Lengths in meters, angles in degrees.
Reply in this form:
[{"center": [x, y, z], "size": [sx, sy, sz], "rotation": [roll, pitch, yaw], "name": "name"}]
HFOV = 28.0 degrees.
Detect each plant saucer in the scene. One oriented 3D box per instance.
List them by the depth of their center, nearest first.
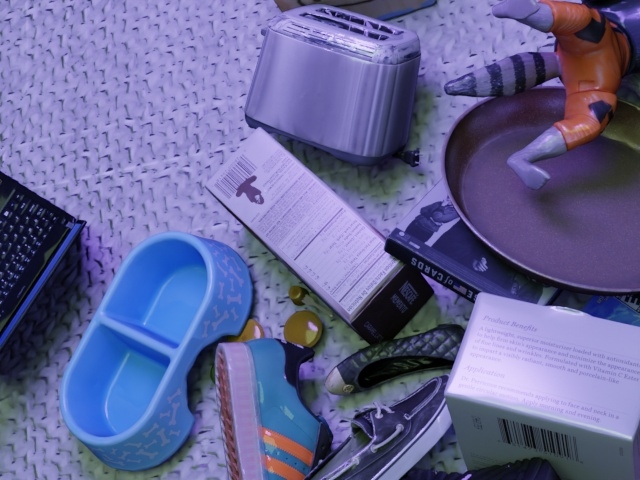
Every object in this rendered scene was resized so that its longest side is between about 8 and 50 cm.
[{"center": [0.277, -0.049, 1.370], "size": [0.310, 0.050, 0.311], "rotation": [5, 47, -5], "name": "plant saucer"}]

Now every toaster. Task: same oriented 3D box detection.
[{"center": [0.024, -0.183, 1.494], "size": [0.227, 0.129, 0.146], "rotation": [22, 117, 23], "name": "toaster"}]

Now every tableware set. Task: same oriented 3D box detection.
[{"center": [-0.058, 0.122, 1.504], "size": [0.104, 0.024, 0.154], "rotation": [33, 86, 28], "name": "tableware set"}]

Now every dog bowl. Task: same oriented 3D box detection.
[{"center": [-0.200, 0.122, 1.508], "size": [0.166, 0.074, 0.297], "rotation": [22, 80, 30], "name": "dog bowl"}]

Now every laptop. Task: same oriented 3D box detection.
[{"center": [-0.416, 0.035, 1.582], "size": [0.264, 0.136, 0.234], "rotation": [30, 83, 24], "name": "laptop"}]

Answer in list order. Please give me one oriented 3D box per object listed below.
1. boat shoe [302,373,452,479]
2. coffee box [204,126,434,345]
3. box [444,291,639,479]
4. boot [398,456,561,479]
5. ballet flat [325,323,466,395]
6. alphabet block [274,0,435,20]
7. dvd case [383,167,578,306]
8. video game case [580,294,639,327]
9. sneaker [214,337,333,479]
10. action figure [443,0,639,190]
[{"center": [0.068, 0.210, 1.368], "size": [0.219, 0.078, 0.070], "rotation": [-44, 102, -22], "name": "boat shoe"}, {"center": [0.000, 0.000, 1.460], "size": [0.098, 0.141, 0.246], "rotation": [-47, 66, -1], "name": "coffee box"}, {"center": [0.229, 0.158, 1.232], "size": [0.181, 0.182, 0.119], "rotation": [12, 60, 23], "name": "box"}, {"center": [0.176, 0.364, 1.283], "size": [0.260, 0.348, 0.131], "rotation": [52, 54, -12], "name": "boot"}, {"center": [0.086, 0.139, 1.428], "size": [0.173, 0.057, 0.049], "rotation": [-20, 53, 9], "name": "ballet flat"}, {"center": [0.019, -0.384, 1.552], "size": [0.192, 0.197, 0.193], "rotation": [-18, 68, 12], "name": "alphabet block"}, {"center": [0.205, -0.020, 1.386], "size": [0.179, 0.030, 0.238], "rotation": [31, 49, 18], "name": "dvd case"}, {"center": [0.329, 0.202, 1.330], "size": [0.244, 0.061, 0.269], "rotation": [36, 86, 24], "name": "video game case"}, {"center": [-0.036, 0.253, 1.397], "size": [0.121, 0.108, 0.302], "rotation": [-4, 78, -17], "name": "sneaker"}, {"center": [0.287, -0.252, 1.383], "size": [0.178, 0.330, 0.341], "rotation": [-3, 110, 46], "name": "action figure"}]
